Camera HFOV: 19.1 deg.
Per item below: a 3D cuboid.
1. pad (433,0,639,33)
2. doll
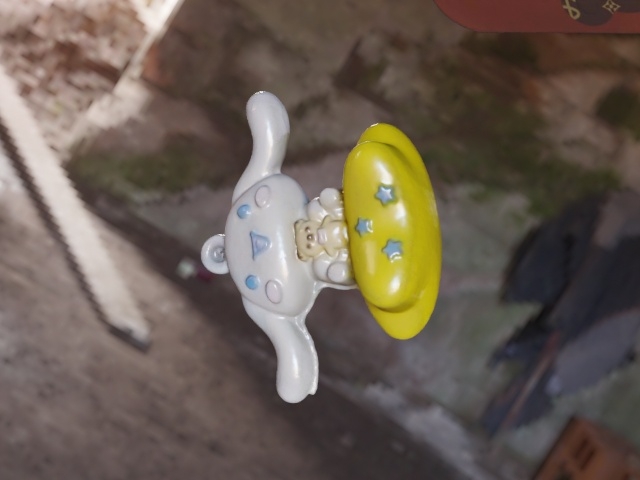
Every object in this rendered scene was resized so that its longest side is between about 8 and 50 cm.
[{"bbox_3d":[0.141,-0.179,0.943,0.267,0.004,0.181,6,-51,40],"label":"pad"},{"bbox_3d":[-0.001,-0.008,0.864,0.135,0.113,0.071,61,19,13],"label":"doll"}]
